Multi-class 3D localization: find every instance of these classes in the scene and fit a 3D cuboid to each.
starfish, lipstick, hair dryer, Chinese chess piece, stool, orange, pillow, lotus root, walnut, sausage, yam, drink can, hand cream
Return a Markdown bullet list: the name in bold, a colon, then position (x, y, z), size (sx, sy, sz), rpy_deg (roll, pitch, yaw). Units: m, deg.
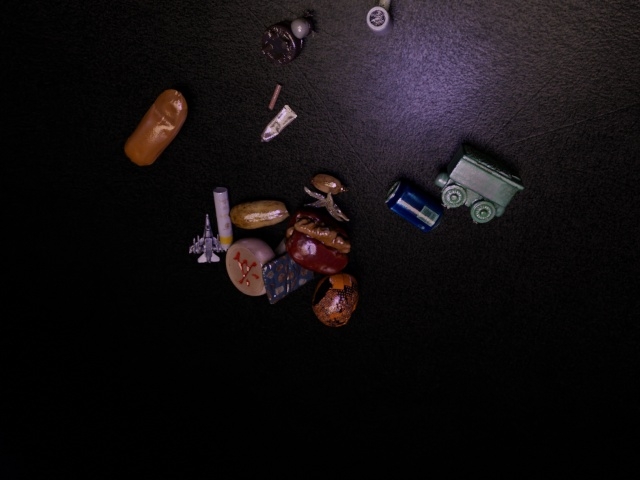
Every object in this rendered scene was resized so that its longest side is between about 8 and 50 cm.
- **starfish**: position (0.024, -0.142, 1.841), size (0.208, 0.053, 0.176), rpy_deg (28, 161, -3)
- **lipstick**: position (-0.160, -0.508, 1.713), size (0.019, 0.019, 0.094), rpy_deg (28, 123, -3)
- **hair dryer**: position (0.200, -0.736, 1.433), size (0.073, 0.131, 0.236), rpy_deg (18, 110, 7)
- **Chinese chess piece**: position (-0.282, 0.107, 2.016), size (0.250, 0.103, 0.249), rpy_deg (18, 120, 34)
- **stool**: position (-0.108, -0.646, 1.560), size (0.217, 0.121, 0.125), rpy_deg (-24, 111, 31)
- **orange**: position (0.065, 0.232, 1.974), size (0.182, 0.234, 0.234), rpy_deg (31, 124, 14)
- **pillow**: position (-0.125, 0.129, 1.971), size (0.034, 0.255, 0.189), rpy_deg (26, 133, 42)
- **lotus root**: position (-0.251, -0.106, 1.935), size (0.258, 0.097, 0.110), rpy_deg (-8, 115, 15)
- **lipstick**: position (-0.399, -0.091, 2.002), size (0.059, 0.059, 0.264), rpy_deg (6, 122, 11)
- **walnut**: position (0.000, 0.000, 1.863), size (0.269, 0.221, 0.244), rpy_deg (22, 149, -19)
- **lotus root**: position (0.033, -0.212, 1.814), size (0.152, 0.063, 0.072), rpy_deg (20, 135, 4)
- **sausage**: position (-0.603, -0.428, 1.821), size (0.354, 0.116, 0.134), rpy_deg (-39, 90, 27)
- **yam**: position (-0.168, 0.060, 2.029), size (0.068, 0.068, 0.169), rpy_deg (36, 123, -8)
- **drink can**: position (0.339, -0.124, 1.757), size (0.205, 0.118, 0.118), rpy_deg (35, 122, -7)
- **hand cream**: position (-0.159, -0.418, 1.765), size (0.165, 0.037, 0.057), rpy_deg (-40, 104, 23)

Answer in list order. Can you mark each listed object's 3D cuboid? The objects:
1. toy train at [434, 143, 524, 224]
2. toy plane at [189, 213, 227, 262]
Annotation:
- **toy train**: position (0.531, -0.184, 1.655), size (0.266, 0.145, 0.202), rpy_deg (28, 120, -3)
- **toy plane**: position (-0.479, 0.006, 2.069), size (0.160, 0.082, 0.234), rpy_deg (-3, 124, -15)
